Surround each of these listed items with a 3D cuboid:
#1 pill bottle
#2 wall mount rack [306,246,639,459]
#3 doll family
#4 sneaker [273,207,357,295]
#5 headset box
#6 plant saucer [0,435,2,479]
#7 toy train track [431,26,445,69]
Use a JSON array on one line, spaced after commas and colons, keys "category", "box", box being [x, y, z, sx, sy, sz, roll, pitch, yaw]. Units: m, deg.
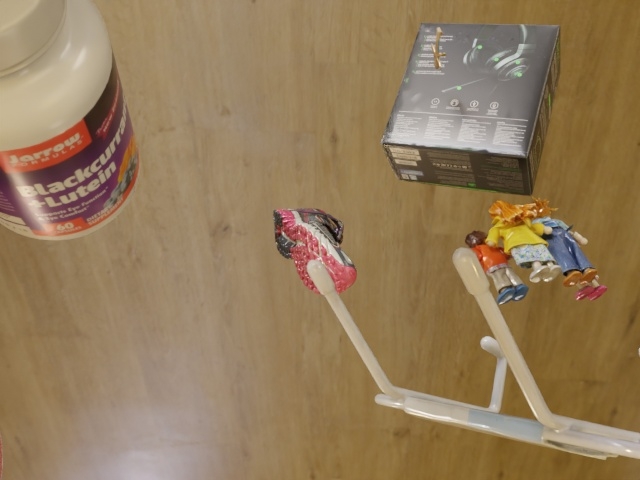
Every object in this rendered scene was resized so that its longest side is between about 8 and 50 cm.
[{"category": "pill bottle", "box": [-0.164, -0.080, 0.347, 0.108, 0.108, 0.193, 12, 159, -4]}, {"category": "wall mount rack", "box": [0.154, 0.117, 0.610, 0.304, 0.130, 0.350, 21, 163, -31]}, {"category": "doll family", "box": [0.356, 0.001, 1.017, 0.263, 0.163, 0.118, 2, 134, -25]}, {"category": "sneaker", "box": [0.000, 0.000, 1.170, 0.112, 0.299, 0.120, -11, 116, -17]}, {"category": "headset box", "box": [0.271, -0.243, 1.106, 0.247, 0.283, 0.131, 9, 160, 25]}, {"category": "plant saucer", "box": [-0.362, 0.122, 0.501, 0.332, 0.084, 0.332, 13, 115, 31]}, {"category": "toy train track", "box": [0.184, -0.295, 0.970, 0.014, 0.048, 0.083, -15, 155, 1]}]
